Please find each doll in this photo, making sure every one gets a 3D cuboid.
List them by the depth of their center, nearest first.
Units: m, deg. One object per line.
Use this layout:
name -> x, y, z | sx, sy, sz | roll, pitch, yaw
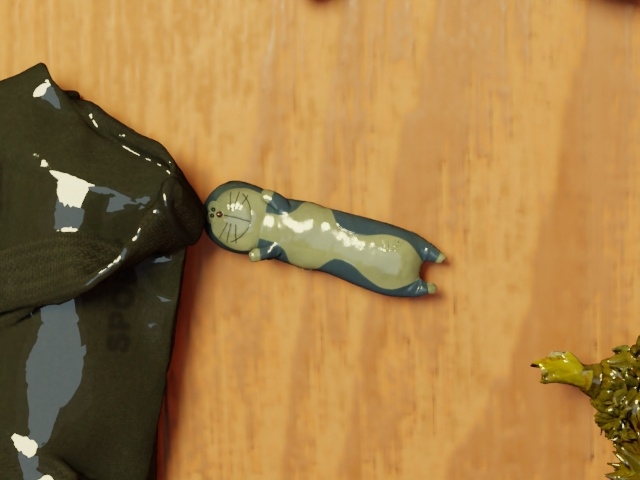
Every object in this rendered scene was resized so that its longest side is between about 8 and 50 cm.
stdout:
doll -> 0.000, 0.000, 0.667 | 0.125, 0.027, 0.037 | 15, 93, 10

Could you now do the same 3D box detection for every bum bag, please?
bum bag -> -0.135, 0.075, 0.678 | 0.142, 0.080, 0.326 | 7, 99, 18

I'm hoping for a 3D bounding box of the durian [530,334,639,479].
durian -> 0.193, 0.096, 0.604 | 0.208, 0.102, 0.146 | 28, 108, 11
